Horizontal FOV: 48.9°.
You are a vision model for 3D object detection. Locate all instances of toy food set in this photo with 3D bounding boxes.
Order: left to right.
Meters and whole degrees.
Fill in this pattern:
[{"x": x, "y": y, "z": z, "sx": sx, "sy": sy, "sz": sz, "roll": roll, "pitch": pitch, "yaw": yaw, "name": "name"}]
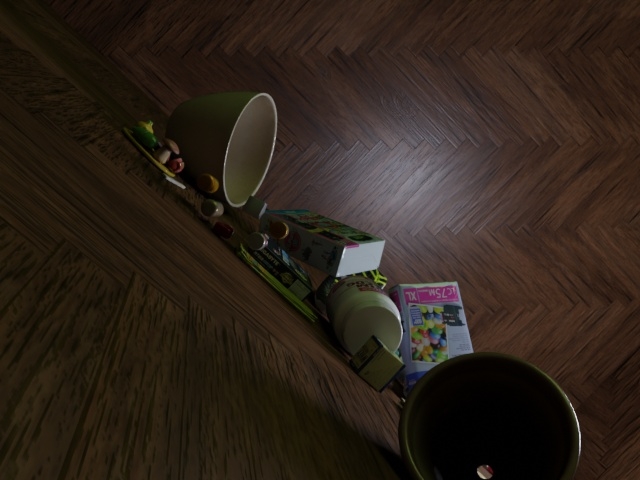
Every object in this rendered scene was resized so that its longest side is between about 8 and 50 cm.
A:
[{"x": -0.390, "y": -0.225, "z": 1.725, "sx": 0.218, "sy": 0.071, "sz": 0.128, "roll": 45, "pitch": 3, "yaw": 22, "name": "toy food set"}, {"x": -0.182, "y": -0.054, "z": 1.592, "sx": 0.232, "sy": 0.111, "sz": 0.104, "roll": 28, "pitch": 1, "yaw": 2, "name": "toy food set"}]

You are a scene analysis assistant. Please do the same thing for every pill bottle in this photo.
[{"x": 0.104, "y": 0.187, "z": 1.701, "sx": 0.160, "sy": 0.160, "sz": 0.283, "roll": 43, "pitch": 2, "yaw": -10, "name": "pill bottle"}]

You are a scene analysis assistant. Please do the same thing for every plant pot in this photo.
[{"x": 0.264, "y": 0.343, "z": 1.126, "sx": 0.263, "sy": 0.263, "sz": 0.229, "roll": 45, "pitch": -17, "yaw": 32, "name": "plant pot"}]

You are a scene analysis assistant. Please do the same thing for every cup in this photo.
[{"x": -0.298, "y": -0.286, "z": 2.009, "sx": 0.237, "sy": 0.331, "sz": 0.331, "roll": 18, "pitch": -5, "yaw": 15, "name": "cup"}]

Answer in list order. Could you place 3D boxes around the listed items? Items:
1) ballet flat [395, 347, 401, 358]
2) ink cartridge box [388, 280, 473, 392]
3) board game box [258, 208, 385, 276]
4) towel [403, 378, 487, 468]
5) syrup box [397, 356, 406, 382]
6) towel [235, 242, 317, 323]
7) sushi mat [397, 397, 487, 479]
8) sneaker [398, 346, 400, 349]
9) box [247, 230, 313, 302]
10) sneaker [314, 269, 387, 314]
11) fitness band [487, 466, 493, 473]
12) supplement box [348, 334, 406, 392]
[{"x": 0.228, "y": 0.353, "z": 2.060, "sx": 0.203, "sy": 0.074, "sz": 0.074, "roll": 38, "pitch": 1, "yaw": 14, "name": "ballet flat"}, {"x": 0.288, "y": 0.260, "z": 1.762, "sx": 0.065, "sy": 0.186, "sz": 0.311, "roll": -36, "pitch": -121, "yaw": 59, "name": "ink cartridge box"}, {"x": 0.000, "y": 0.000, "z": 2.059, "sx": 0.303, "sy": 0.097, "sz": 0.224, "roll": 22, "pitch": 16, "yaw": 32, "name": "board game box"}, {"x": 0.319, "y": 0.468, "z": 1.818, "sx": 0.282, "sy": 0.049, "sz": 0.187, "roll": 43, "pitch": 1, "yaw": 8, "name": "towel"}, {"x": 0.326, "y": 0.388, "z": 1.937, "sx": 0.237, "sy": 0.096, "sz": 0.093, "roll": 33, "pitch": -37, "yaw": 19, "name": "syrup box"}, {"x": -0.101, "y": 0.094, "z": 1.594, "sx": 0.237, "sy": 0.021, "sz": 0.102, "roll": 44, "pitch": 3, "yaw": -12, "name": "towel"}, {"x": 0.296, "y": 0.477, "z": 1.543, "sx": 0.316, "sy": 0.019, "sz": 0.151, "roll": 44, "pitch": 1, "yaw": -3, "name": "sushi mat"}, {"x": 0.295, "y": 0.404, "z": 2.326, "sx": 0.095, "sy": 0.090, "sz": 0.235, "roll": 58, "pitch": -3, "yaw": -36, "name": "sneaker"}, {"x": -0.101, "y": 0.063, "z": 1.763, "sx": 0.175, "sy": 0.051, "sz": 0.220, "roll": 44, "pitch": 3, "yaw": -7, "name": "box"}, {"x": 0.079, "y": 0.170, "z": 2.030, "sx": 0.145, "sy": 0.147, "sz": 0.384, "roll": 42, "pitch": 21, "yaw": 14, "name": "sneaker"}, {"x": 0.435, "y": 0.563, "z": 2.013, "sx": 0.291, "sy": 0.054, "sz": 0.209, "roll": 44, "pitch": 2, "yaw": 24, "name": "fitness band"}, {"x": 0.123, "y": 0.268, "z": 1.531, "sx": 0.083, "sy": 0.083, "sz": 0.056, "roll": 42, "pitch": 2, "yaw": -20, "name": "supplement box"}]
